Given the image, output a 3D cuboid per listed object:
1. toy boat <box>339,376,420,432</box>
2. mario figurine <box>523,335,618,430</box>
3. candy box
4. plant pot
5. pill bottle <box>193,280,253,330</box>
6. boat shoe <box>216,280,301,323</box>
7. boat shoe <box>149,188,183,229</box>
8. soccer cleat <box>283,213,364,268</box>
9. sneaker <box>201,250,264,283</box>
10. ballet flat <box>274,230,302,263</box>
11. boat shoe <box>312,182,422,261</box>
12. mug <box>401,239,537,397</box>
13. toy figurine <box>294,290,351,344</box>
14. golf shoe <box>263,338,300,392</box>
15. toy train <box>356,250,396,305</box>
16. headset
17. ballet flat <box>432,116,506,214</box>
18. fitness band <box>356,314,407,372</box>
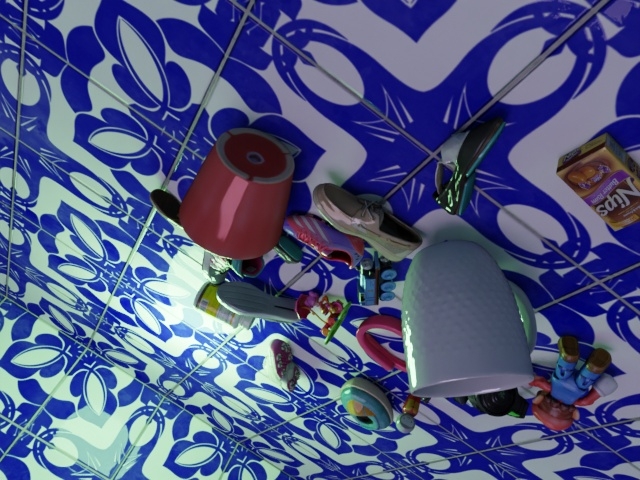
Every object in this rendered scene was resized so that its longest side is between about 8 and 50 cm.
[{"bbox_3d":[0.214,0.620,2.116,0.318,0.148,0.267,-6,130,38],"label":"toy boat"},{"bbox_3d":[0.679,0.386,1.603,0.198,0.170,0.320,56,151,41],"label":"mario figurine"},{"bbox_3d":[0.566,-0.110,1.122,0.187,0.053,0.109,38,141,-14],"label":"candy box"},{"bbox_3d":[-0.193,-0.126,1.436,0.275,0.275,0.243,29,134,0],"label":"plant pot"},{"bbox_3d":[-0.334,0.237,2.048,0.215,0.117,0.117,25,143,5],"label":"pill bottle"},{"bbox_3d":[-0.204,0.223,1.931,0.302,0.109,0.094,18,149,-7],"label":"boat shoe"},{"bbox_3d":[-0.466,-0.084,1.808,0.190,0.068,0.072,47,151,-23],"label":"boat shoe"},{"bbox_3d":[0.000,0.000,1.576,0.248,0.095,0.083,20,142,11],"label":"soccer cleat"},{"bbox_3d":[-0.267,0.070,1.816,0.178,0.124,0.295,31,143,13],"label":"sneaker"},{"bbox_3d":[-0.137,-0.007,1.678,0.068,0.072,0.213,-12,128,46],"label":"ballet flat"},{"bbox_3d":[0.120,-0.058,1.429,0.302,0.109,0.098,34,138,-17],"label":"boat shoe"},{"bbox_3d":[0.369,0.186,1.378,0.374,0.328,0.276,7,154,-26],"label":"mug"},{"bbox_3d":[-0.005,0.221,1.842,0.159,0.130,0.173,32,122,11],"label":"toy figurine"},{"bbox_3d":[-0.175,0.479,2.236,0.140,0.115,0.306,14,139,24],"label":"golf shoe"},{"bbox_3d":[0.153,0.108,1.597,0.105,0.080,0.184,-5,138,0],"label":"toy train"},{"bbox_3d":[0.447,0.459,1.715,0.394,0.185,0.243,36,162,-33],"label":"headset"},{"bbox_3d":[0.294,-0.158,1.212,0.096,0.095,0.280,32,145,16],"label":"ballet flat"},{"bbox_3d":[0.245,0.345,1.856,0.291,0.054,0.209,42,141,-19],"label":"fitness band"}]
